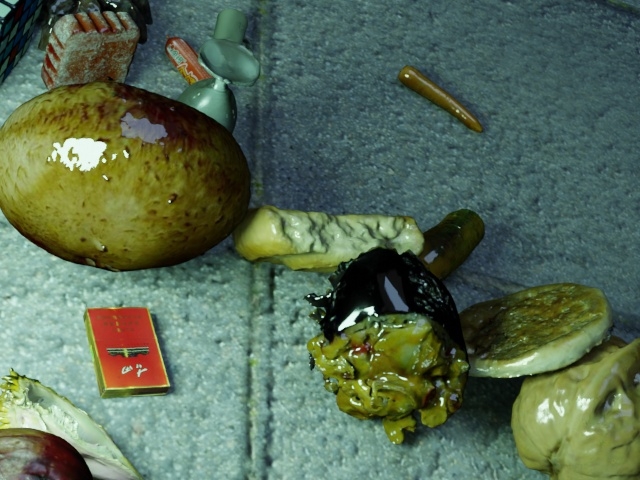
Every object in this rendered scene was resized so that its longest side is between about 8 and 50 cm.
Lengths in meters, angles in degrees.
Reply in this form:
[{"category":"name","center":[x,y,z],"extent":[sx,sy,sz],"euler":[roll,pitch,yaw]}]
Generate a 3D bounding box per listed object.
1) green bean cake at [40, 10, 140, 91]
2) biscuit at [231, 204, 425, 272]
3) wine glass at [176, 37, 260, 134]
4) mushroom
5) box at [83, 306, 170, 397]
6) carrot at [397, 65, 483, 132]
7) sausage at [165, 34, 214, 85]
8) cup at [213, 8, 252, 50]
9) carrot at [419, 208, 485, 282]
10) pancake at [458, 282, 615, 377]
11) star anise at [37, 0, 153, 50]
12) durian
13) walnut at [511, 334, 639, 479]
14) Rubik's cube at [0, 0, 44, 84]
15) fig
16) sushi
[{"category":"green bean cake","center":[-0.352,-0.286,1.928],"extent":[0.136,0.135,0.056],"euler":[-10,55,-37]},{"category":"biscuit","center":[0.000,0.001,1.823],"extent":[0.274,0.213,0.091],"euler":[0,87,-24]},{"category":"wine glass","center":[-0.169,-0.188,1.876],"extent":[0.103,0.222,0.103],"euler":[15,44,-16]},{"category":"mushroom","center":[-0.247,-0.111,1.705],"extent":[0.331,0.334,0.356],"euler":[27,52,-3]},{"category":"box","center":[-0.255,0.144,1.657],"extent":[0.090,0.023,0.133],"euler":[1,49,-27]},{"category":"carrot","center":[0.223,-0.257,2.310],"extent":[0.190,0.037,0.037],"euler":[35,42,2]},{"category":"sausage","center":[-0.214,-0.288,2.077],"extent":[0.048,0.050,0.145],"euler":[-37,69,-3]},{"category":"cup","center":[-0.154,-0.344,2.173],"extent":[0.055,0.075,0.083],"euler":[-5,46,14]},{"category":"carrot","center":[0.193,0.012,2.001],"extent":[0.082,0.082,0.173],"euler":[39,41,9]},{"category":"pancake","center":[0.291,0.129,1.839],"extent":[0.282,0.282,0.049],"euler":[-38,115,-46]},{"category":"star anise","center":[-0.378,-0.395,2.045],"extent":[0.236,0.109,0.223],"euler":[15,40,-15]},{"category":"durian","center":[-0.298,0.244,1.489],"extent":[0.224,0.140,0.078],"euler":[39,86,-6]},{"category":"walnut","center":[0.399,0.240,1.788],"extent":[0.224,0.257,0.257],"euler":[31,38,28]},{"category":"Rubik's cube","center":[-0.521,-0.338,1.846],"extent":[0.187,0.182,0.184],"euler":[28,42,-4]},{"category":"fig","center":[-0.367,0.282,1.338],"extent":[0.250,0.186,0.203],"euler":[22,60,-17]},{"category":"sushi","center":[0.090,0.146,1.730],"extent":[0.213,0.200,0.204],"euler":[28,38,-34]}]
